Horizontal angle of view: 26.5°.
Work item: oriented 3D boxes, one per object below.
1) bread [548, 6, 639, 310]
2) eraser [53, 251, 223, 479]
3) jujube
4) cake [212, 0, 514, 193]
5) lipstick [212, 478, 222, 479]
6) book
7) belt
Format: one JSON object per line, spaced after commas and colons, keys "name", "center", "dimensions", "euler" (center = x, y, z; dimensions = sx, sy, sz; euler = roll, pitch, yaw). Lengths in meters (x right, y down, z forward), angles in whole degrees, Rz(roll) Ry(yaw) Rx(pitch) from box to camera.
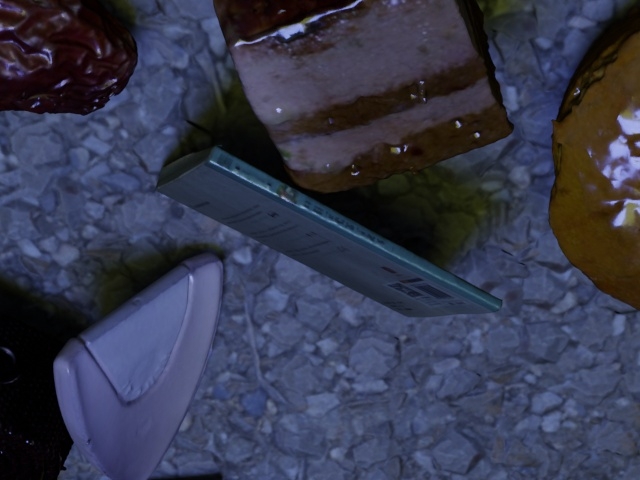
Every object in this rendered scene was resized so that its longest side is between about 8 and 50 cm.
{"name": "bread", "center": [0.350, -0.071, 1.174], "dimensions": [0.312, 0.172, 0.312], "euler": [2, 119, 4]}
{"name": "eraser", "center": [-0.182, 0.144, 1.305], "dimensions": [0.059, 0.204, 0.243], "euler": [31, 134, 23]}
{"name": "jujube", "center": [-0.272, -0.181, 1.136], "dimensions": [0.236, 0.168, 0.168], "euler": [20, 117, -27]}
{"name": "cake", "center": [0.015, -0.188, 1.034], "dimensions": [0.199, 0.196, 0.293], "euler": [-14, 152, 12]}
{"name": "lipstick", "center": [-0.229, 0.291, 1.426], "dimensions": [0.264, 0.059, 0.059], "euler": [-6, 117, 4]}
{"name": "book", "center": [0.000, 0.000, 1.203], "dimensions": [0.283, 0.215, 0.025], "euler": [28, 78, -16]}
{"name": "belt", "center": [-0.365, 0.129, 1.293], "dimensions": [0.289, 0.164, 0.184], "euler": [24, 141, -14]}
